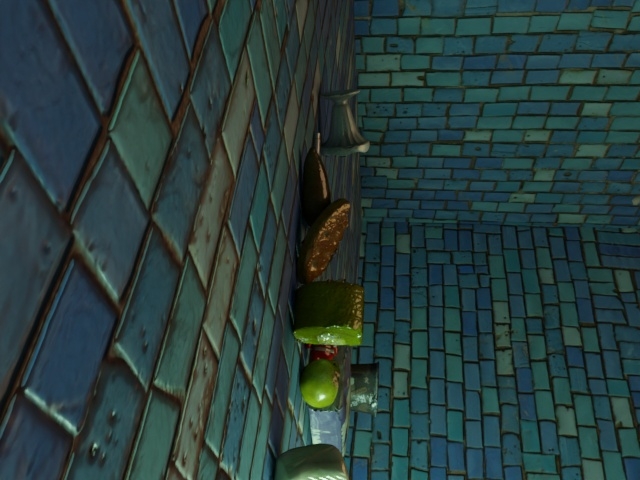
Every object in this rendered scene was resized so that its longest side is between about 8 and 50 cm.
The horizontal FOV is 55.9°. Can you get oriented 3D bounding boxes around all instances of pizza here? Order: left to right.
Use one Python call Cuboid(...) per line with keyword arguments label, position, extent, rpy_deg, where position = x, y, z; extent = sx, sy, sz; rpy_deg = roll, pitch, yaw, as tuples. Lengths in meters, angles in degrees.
Cuboid(label="pizza", position=(-0.001, -0.001, 1.576), extent=(0.127, 0.058, 0.246), rpy_deg=(11, 103, -49))

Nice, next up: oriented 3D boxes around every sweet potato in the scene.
Cuboid(label="sweet potato", position=(0.000, -0.092, 1.640), extent=(0.108, 0.079, 0.346), rpy_deg=(-61, 154, -31))

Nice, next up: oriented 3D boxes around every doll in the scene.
Cuboid(label="doll", position=(0.008, 0.269, 1.808), extent=(0.142, 0.076, 0.244), rpy_deg=(23, 63, -49))

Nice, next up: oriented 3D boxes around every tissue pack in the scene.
Cuboid(label="tissue pack", position=(0.033, 0.518, 1.930), extent=(0.343, 0.126, 0.242), rpy_deg=(84, 10, -47))

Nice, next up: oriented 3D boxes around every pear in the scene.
Cuboid(label="pear", position=(-0.008, 0.391, 1.679), extent=(0.141, 0.104, 0.141), rpy_deg=(-162, -90, -79))

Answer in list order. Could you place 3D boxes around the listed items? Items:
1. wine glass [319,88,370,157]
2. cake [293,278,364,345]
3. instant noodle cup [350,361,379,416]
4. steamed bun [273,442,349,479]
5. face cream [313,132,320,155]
Cuboid(label="wine glass", position=(0.068, -0.372, 1.908), extent=(0.165, 0.165, 0.196), rpy_deg=(-67, 151, -71))
Cuboid(label="cake", position=(0.025, 0.196, 1.576), extent=(0.260, 0.179, 0.156), rpy_deg=(83, 12, -67))
Cuboid(label="instant noodle cup", position=(0.129, 0.584, 2.399), extent=(0.217, 0.208, 0.217), rpy_deg=(3, 90, -83))
Cuboid(label="steamed bun", position=(-0.027, 0.549, 1.353), extent=(0.152, 0.170, 0.238), rpy_deg=(-128, -144, -64))
Cuboid(label="face cream", position=(-0.012, -0.261, 1.791), extent=(0.038, 0.020, 0.115), rpy_deg=(-21, 114, -83))
